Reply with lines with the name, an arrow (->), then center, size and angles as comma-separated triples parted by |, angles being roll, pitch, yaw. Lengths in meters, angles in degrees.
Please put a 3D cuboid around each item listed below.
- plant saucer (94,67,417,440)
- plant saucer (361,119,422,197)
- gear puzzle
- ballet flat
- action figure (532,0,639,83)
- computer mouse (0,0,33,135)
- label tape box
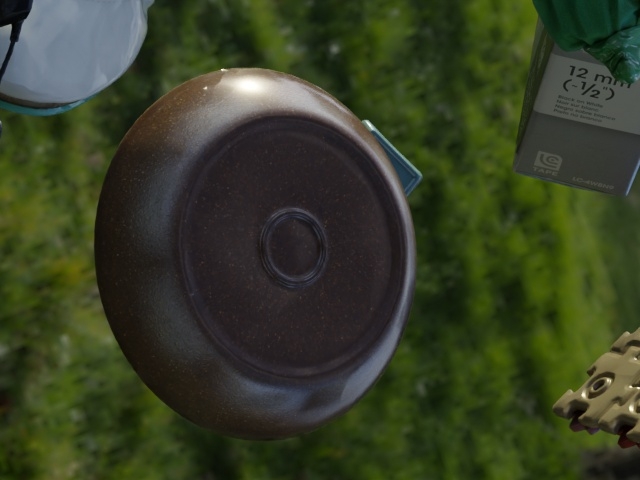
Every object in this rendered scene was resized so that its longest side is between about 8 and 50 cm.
plant saucer -> -0.022, 0.005, 0.989 | 0.036, 0.199, 0.198 | -9, -73, 56
plant saucer -> 0.000, 0.000, 1.417 | 0.067, 0.192, 0.018 | 44, -16, -16
gear puzzle -> 0.343, 0.127, 1.606 | 0.044, 0.175, 0.339 | 51, -15, -19
ballet flat -> -0.159, -0.217, 1.349 | 0.400, 0.139, 0.139 | -65, 134, -64
action figure -> 0.175, -0.215, 1.287 | 0.063, 0.137, 0.232 | 7, 66, -66
computer mouse -> -0.196, -0.117, 1.115 | 0.071, 0.041, 0.242 | -134, -124, -72
label tape box -> 0.256, -0.239, 1.556 | 0.347, 0.115, 0.249 | 98, 5, -55
